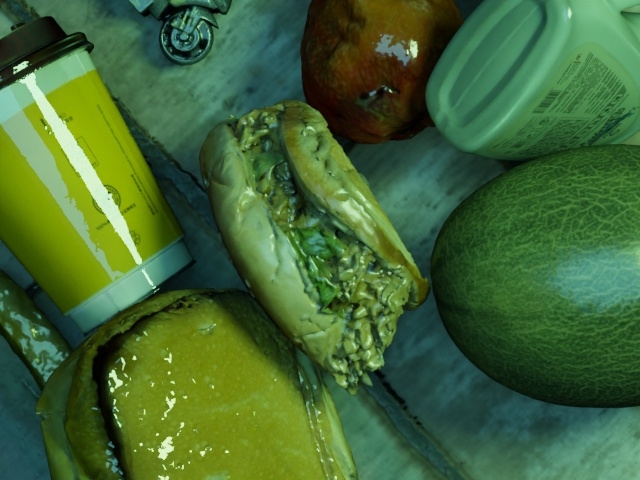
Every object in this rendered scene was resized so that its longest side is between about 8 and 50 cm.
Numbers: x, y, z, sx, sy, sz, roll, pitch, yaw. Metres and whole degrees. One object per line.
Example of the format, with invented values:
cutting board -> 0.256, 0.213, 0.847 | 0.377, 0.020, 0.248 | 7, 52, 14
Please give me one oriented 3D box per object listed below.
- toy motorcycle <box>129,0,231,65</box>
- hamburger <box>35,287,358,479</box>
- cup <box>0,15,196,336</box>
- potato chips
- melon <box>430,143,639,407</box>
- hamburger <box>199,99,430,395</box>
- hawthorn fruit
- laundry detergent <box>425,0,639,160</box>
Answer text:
toy motorcycle -> -0.144, -0.274, 1.774 | 0.124, 0.061, 0.193 | -35, 87, 2
hamburger -> -0.113, 0.197, 1.638 | 0.174, 0.284, 0.305 | -23, 82, 38
cup -> -0.247, -0.058, 1.716 | 0.196, 0.196, 0.280 | -33, 94, 2
potato chips -> -0.250, 0.156, 1.758 | 0.080, 0.057, 0.407 | -32, 85, -2
melon -> 0.250, 0.032, 1.638 | 0.301, 0.237, 0.238 | -2, 87, 4
hamburger -> 0.000, 0.000, 1.657 | 0.146, 0.243, 0.286 | -36, 71, 9
hawthorn fruit -> 0.057, -0.178, 1.698 | 0.173, 0.173, 0.179 | -6, 99, 4
laundry detergent -> 0.248, -0.161, 1.642 | 0.215, 0.280, 0.105 | -53, 54, 37
